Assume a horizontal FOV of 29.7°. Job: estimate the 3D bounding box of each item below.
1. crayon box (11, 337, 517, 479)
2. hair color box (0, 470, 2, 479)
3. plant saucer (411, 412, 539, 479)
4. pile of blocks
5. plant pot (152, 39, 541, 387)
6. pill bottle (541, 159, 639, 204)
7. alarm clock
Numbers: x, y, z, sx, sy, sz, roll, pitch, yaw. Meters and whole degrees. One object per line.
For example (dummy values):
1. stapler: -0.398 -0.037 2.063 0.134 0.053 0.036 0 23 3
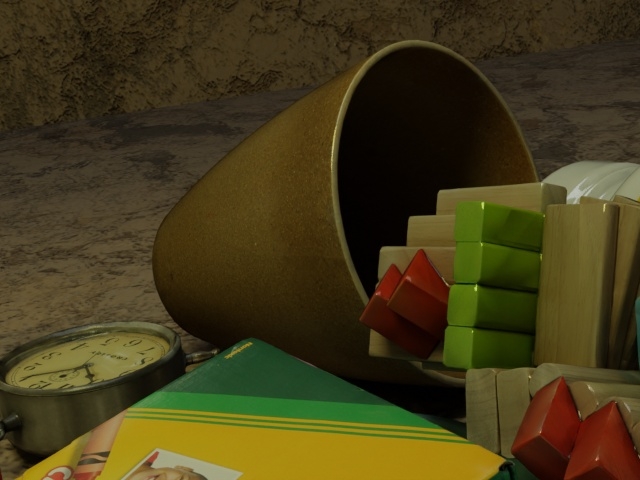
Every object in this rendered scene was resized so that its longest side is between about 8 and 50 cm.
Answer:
1. crayon box: -0.075 0.154 0.446 0.278 0.081 0.165 -30 31 -30
2. hair color box: -0.242 0.172 0.635 0.093 0.053 0.167 -5 14 11
3. plant saucer: -0.005 0.155 0.613 0.317 0.044 0.317 -6 16 2
4. pile of blocks: 0.128 0.059 0.551 0.112 0.149 0.362 8 19 -37
5. plant pot: 0.000 0.000 0.895 0.254 0.237 0.237 -12 7 43
6. pill bottle: 0.259 0.042 0.630 0.188 0.188 0.334 -17 18 -33
7. alarm clock: -0.170 0.108 0.818 0.129 0.064 0.192 7 18 41
